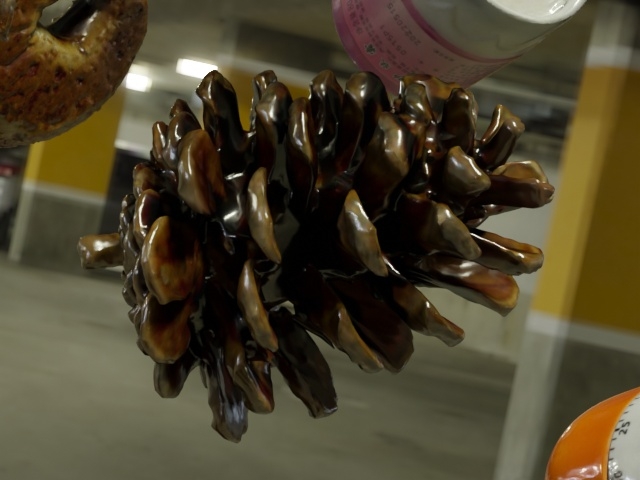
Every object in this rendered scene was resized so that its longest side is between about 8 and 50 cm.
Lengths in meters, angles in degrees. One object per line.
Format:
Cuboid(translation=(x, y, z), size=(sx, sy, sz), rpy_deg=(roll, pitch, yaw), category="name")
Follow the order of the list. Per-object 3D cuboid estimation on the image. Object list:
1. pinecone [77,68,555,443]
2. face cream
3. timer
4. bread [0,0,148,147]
Cuboid(translation=(0.000, 0.000, 1.042), size=(0.309, 0.244, 0.244), rpy_deg=(-9, -5, 16), category="pinecone")
Cuboid(translation=(0.128, -0.236, 1.483), size=(0.175, 0.175, 0.195), rpy_deg=(11, -20, -26), category="face cream")
Cuboid(translation=(0.173, 0.129, 0.863), size=(0.136, 0.099, 0.136), rpy_deg=(-16, -17, -5), category="timer")
Cuboid(translation=(-0.186, -0.152, 1.065), size=(0.064, 0.193, 0.193), rpy_deg=(27, 9, 33), category="bread")
